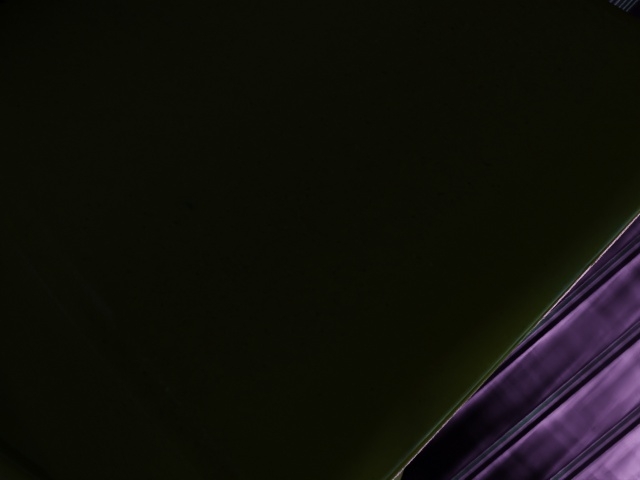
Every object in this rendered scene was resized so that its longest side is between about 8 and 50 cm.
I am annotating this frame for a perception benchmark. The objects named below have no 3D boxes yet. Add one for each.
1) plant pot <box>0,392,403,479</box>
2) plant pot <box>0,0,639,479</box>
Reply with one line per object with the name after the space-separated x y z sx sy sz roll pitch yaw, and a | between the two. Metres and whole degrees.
-0.062 0.090 0.692 0.239 0.254 0.254 -60 176 -5 | plant pot
-0.021 -0.004 0.502 0.212 0.187 0.212 -42 170 -25 | plant pot
